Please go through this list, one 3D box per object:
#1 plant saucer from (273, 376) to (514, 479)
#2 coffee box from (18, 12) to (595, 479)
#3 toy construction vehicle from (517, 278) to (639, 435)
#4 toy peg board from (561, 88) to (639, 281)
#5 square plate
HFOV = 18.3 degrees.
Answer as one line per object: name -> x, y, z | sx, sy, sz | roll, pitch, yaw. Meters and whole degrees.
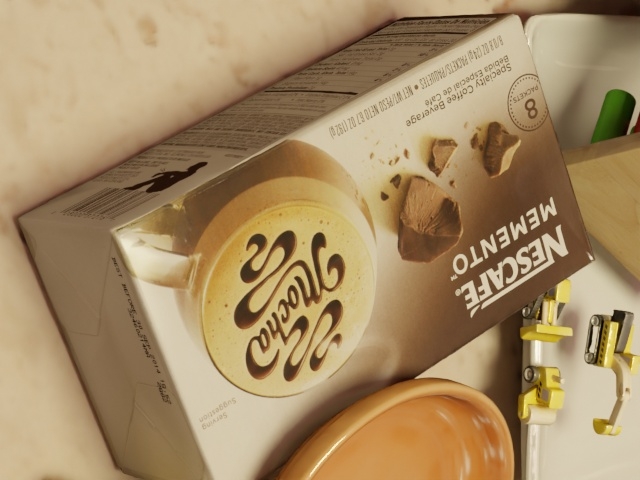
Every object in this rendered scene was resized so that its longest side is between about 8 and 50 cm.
plant saucer -> 0.028, 0.164, 1.117 | 0.200, 0.037, 0.200 | -24, 129, -34
coffee box -> 0.000, 0.000, 1.147 | 0.297, 0.119, 0.168 | -30, 110, -30
toy construction vehicle -> 0.165, 0.073, 1.263 | 0.086, 0.035, 0.098 | 11, 88, -35
toy peg board -> 0.250, -0.040, 1.249 | 0.161, 0.161, 0.079 | 40, 55, -30
square plate -> 0.263, 0.015, 1.379 | 0.347, 0.049, 0.344 | -5, 95, -35
